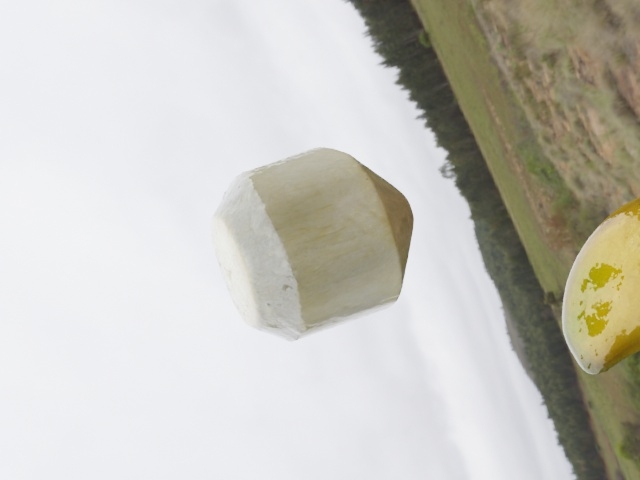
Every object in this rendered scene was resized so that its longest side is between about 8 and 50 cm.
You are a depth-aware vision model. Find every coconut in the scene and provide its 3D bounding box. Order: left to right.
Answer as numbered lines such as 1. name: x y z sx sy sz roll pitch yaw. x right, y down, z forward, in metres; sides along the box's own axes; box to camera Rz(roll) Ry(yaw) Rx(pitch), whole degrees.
1. coconut: 0.000 0.000 0.633 0.202 0.222 0.202 53 153 42

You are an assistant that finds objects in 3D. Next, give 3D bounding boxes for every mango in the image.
1. mango: 0.475 0.058 0.852 0.177 0.316 0.119 36 -171 25
